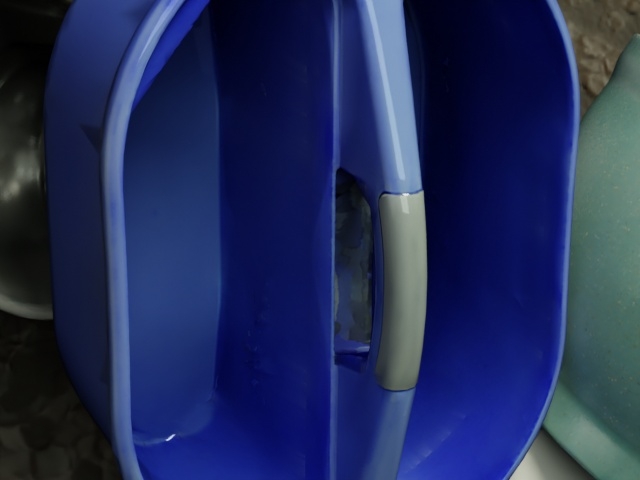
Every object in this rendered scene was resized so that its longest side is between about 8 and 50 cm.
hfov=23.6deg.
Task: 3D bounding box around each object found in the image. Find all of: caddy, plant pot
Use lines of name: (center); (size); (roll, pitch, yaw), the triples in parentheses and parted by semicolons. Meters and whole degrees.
caddy: (0.000, 0.000, 0.733); (0.241, 0.179, 0.341); (-9, 110, -26)
plant pot: (0.226, 0.054, 0.835); (0.293, 0.293, 0.196); (37, 99, -4)

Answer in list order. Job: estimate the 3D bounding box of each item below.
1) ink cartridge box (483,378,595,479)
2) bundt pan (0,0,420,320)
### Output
ink cartridge box: (0.127, 0.164, 0.860); (0.181, 0.104, 0.061); (43, 72, -2)
bundt pan: (-0.118, -0.130, 0.803); (0.330, 0.124, 0.331); (-9, 111, -25)
